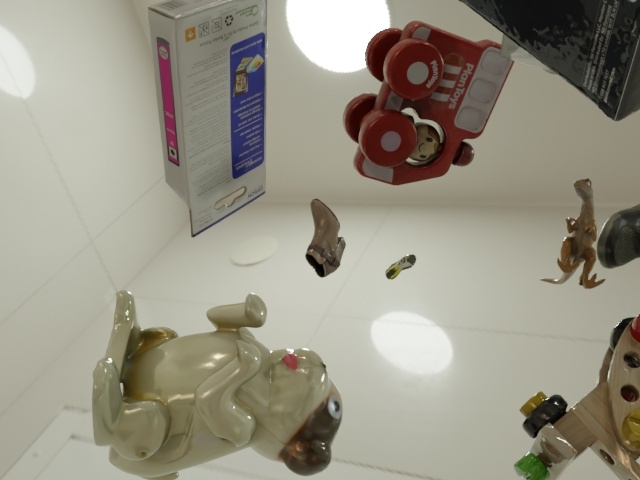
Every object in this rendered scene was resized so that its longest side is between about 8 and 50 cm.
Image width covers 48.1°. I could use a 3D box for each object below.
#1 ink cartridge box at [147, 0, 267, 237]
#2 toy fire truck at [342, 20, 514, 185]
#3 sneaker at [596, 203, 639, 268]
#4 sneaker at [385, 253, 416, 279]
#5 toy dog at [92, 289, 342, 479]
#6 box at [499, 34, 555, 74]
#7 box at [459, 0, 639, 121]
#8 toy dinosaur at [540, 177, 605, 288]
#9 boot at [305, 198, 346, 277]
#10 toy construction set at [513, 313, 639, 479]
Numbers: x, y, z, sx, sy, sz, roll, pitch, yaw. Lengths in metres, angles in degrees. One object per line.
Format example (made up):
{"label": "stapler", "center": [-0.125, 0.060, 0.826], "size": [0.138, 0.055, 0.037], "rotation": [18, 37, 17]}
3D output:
{"label": "ink cartridge box", "center": [-0.160, -0.195, 1.095], "size": [0.069, 0.175, 0.371], "rotation": [29, -44, 29]}
{"label": "toy fire truck", "center": [0.194, -0.237, 1.308], "size": [0.253, 0.169, 0.302], "rotation": [14, -70, -17]}
{"label": "sneaker", "center": [0.579, -0.015, 1.229], "size": [0.130, 0.227, 0.087], "rotation": [9, -62, 58]}
{"label": "sneaker", "center": [0.179, 0.056, 1.635], "size": [0.083, 0.035, 0.031], "rotation": [-33, -75, -5]}
{"label": "toy dog", "center": [-0.163, 0.291, 1.244], "size": [0.407, 0.284, 0.396], "rotation": [3, -70, -6]}
{"label": "box", "center": [0.394, -0.360, 1.104], "size": [0.180, 0.182, 0.119], "rotation": [20, -5, 12]}
{"label": "box", "center": [0.356, -0.338, 0.817], "size": [0.294, 0.296, 0.183], "rotation": [52, -16, 35]}
{"label": "toy dinosaur", "center": [0.344, 0.019, 0.959], "size": [0.064, 0.112, 0.212], "rotation": [12, -49, 11]}
{"label": "boot", "center": [0.000, 0.000, 1.205], "size": [0.042, 0.087, 0.118], "rotation": [-16, -66, 44]}
{"label": "toy construction set", "center": [0.350, 0.227, 0.743], "size": [0.258, 0.237, 0.309], "rotation": [62, -14, 4]}
